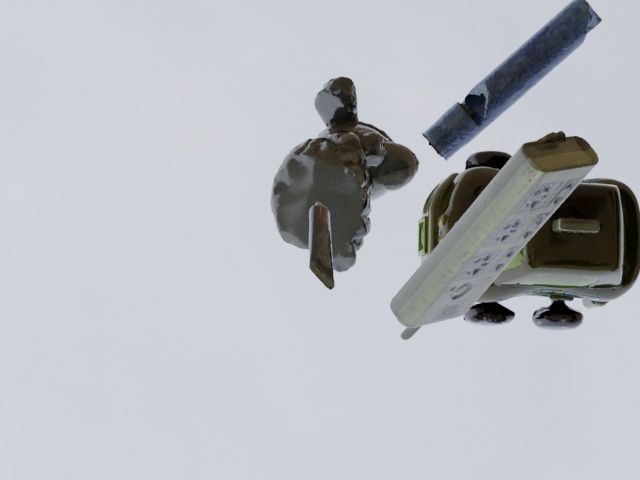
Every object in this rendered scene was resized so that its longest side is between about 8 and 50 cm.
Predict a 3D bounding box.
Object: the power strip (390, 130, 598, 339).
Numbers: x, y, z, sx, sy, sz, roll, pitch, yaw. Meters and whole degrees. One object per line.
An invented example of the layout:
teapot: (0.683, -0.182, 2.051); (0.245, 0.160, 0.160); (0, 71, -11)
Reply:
power strip: (0.142, 0.005, 1.562); (0.092, 0.268, 0.034); (-10, -123, -46)

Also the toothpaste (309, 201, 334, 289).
toothpaste: (0.000, 0.000, 1.766); (0.037, 0.021, 0.140); (44, -158, -25)

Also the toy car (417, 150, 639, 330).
toy car: (0.248, -0.007, 1.972); (0.247, 0.198, 0.204); (3, -97, -11)

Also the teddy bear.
teddy bear: (0.037, -0.099, 2.137); (0.144, 0.171, 0.251); (2, -147, 21)

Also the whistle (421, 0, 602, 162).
whistle: (0.278, -0.234, 2.557); (0.062, 0.304, 0.062); (47, -170, -11)
